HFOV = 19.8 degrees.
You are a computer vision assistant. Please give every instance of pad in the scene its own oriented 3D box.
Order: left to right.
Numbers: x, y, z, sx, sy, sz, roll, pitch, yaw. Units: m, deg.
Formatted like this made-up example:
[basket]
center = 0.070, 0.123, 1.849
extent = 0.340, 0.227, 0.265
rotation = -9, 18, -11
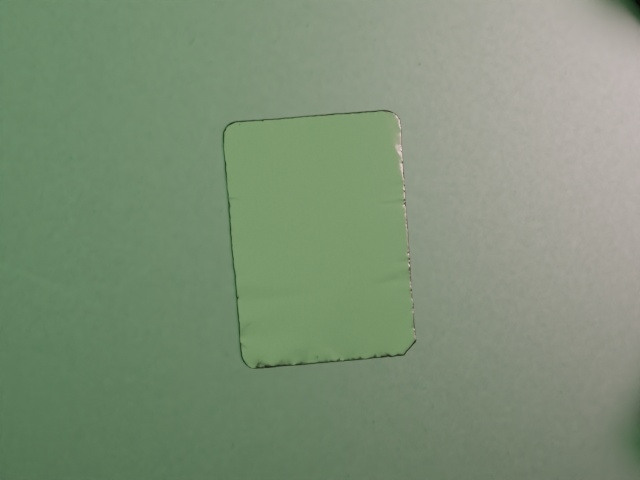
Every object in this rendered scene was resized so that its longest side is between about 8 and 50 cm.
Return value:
[pad]
center = 0.000, 0.000, 1.148
extent = 0.112, 0.003, 0.157
rotation = -4, 98, -3

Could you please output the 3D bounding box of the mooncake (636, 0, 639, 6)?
[mooncake]
center = 0.274, -0.213, 1.077
extent = 0.228, 0.124, 0.228
rotation = 0, 97, -3
